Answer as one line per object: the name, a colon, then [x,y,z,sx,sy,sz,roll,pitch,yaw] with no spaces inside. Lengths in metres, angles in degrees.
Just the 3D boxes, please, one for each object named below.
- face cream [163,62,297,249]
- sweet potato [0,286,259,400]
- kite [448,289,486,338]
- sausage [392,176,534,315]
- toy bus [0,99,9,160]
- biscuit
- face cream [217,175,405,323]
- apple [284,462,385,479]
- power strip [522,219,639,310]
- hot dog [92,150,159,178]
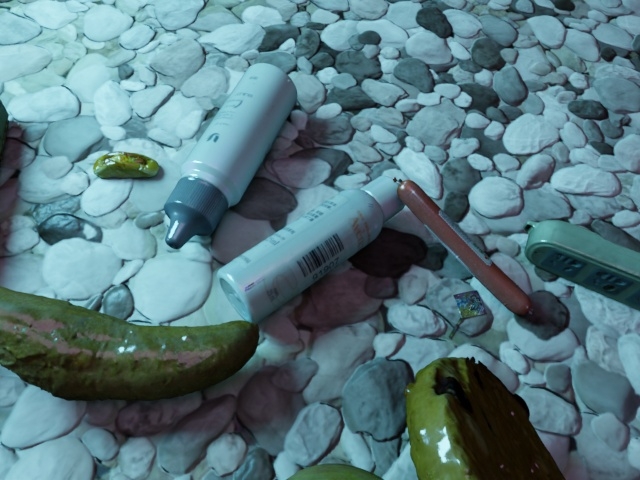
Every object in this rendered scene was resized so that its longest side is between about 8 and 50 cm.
face cream: [-0.128,-0.115,0.702,0.092,0.092,0.311,19,60,6]
sweet potato: [-0.242,0.118,0.548,0.342,0.092,0.113,11,89,-8]
kite: [0.183,0.091,0.659,0.078,0.002,0.044,-28,66,-20]
sausage: [0.184,0.008,0.657,0.253,0.034,0.034,45,64,-1]
toy bus: [-0.465,-0.035,0.620,0.093,0.092,0.408,-6,60,-7]
biscuit: [0.164,0.232,0.440,0.075,0.296,0.295,-37,62,20]
face cream: [0.000,0.000,0.650,0.269,0.082,0.082,-34,68,-21]
apple: [0.007,0.313,0.365,0.234,0.256,0.257,42,64,14]
power strip: [0.402,0.046,0.662,0.286,0.080,0.048,25,62,10]
hot dog: [-0.277,-0.109,0.716,0.090,0.034,0.030,-1,59,-5]
